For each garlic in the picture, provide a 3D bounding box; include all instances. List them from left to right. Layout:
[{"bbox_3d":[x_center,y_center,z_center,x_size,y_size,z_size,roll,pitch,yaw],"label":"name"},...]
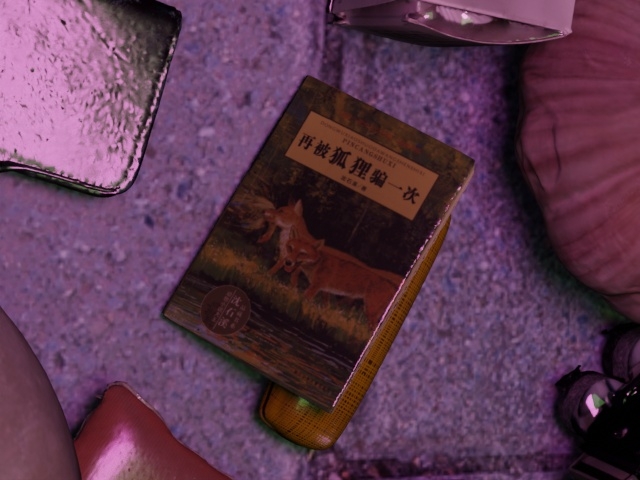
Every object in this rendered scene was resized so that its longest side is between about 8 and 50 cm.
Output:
[{"bbox_3d":[0.302,-0.088,1.565,0.317,0.259,0.317,1,82,-5],"label":"garlic"}]

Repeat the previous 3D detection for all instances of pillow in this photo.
[{"bbox_3d":[-0.142,0.223,1.501,0.179,0.075,0.171,40,78,-18],"label":"pillow"}]

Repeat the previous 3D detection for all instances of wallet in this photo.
[{"bbox_3d":[-0.270,-0.147,1.452,0.318,0.045,0.172,18,83,-21],"label":"wallet"}]

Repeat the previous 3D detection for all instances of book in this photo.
[{"bbox_3d":[0.000,0.000,1.535,0.160,0.024,0.228,29,81,15],"label":"book"}]

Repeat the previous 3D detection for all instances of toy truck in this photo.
[{"bbox_3d":[0.355,0.128,1.645,0.363,0.176,0.178,-44,116,-14],"label":"toy truck"}]

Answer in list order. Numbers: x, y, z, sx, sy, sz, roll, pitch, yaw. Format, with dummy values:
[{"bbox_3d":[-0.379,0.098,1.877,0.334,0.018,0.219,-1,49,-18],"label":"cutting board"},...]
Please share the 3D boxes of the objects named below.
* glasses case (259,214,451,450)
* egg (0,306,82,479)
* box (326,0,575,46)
[{"bbox_3d":[0.028,0.056,1.569,0.079,0.064,0.234,32,80,-26],"label":"glasses case"},{"bbox_3d":[-0.304,0.148,1.336,0.258,0.258,0.352,-25,97,-19],"label":"egg"},{"bbox_3d":[0.118,-0.314,1.528,0.145,0.173,0.333,9,89,-20],"label":"box"}]
